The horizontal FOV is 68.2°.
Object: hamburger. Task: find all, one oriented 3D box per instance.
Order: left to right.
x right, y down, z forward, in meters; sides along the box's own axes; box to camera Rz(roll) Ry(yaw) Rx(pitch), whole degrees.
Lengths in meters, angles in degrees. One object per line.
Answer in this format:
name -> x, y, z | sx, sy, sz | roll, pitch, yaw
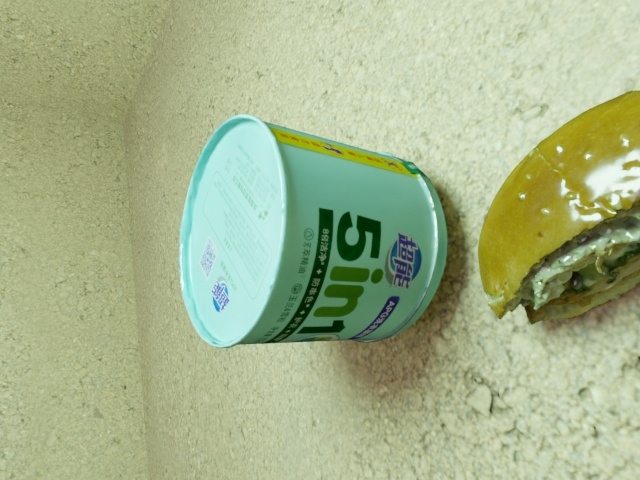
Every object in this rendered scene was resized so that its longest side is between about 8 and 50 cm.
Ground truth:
hamburger -> 0.258, -0.034, 0.458 | 0.283, 0.144, 0.156 | -48, 48, 41

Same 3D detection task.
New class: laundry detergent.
laundry detergent -> 0.000, 0.000, 0.665 | 0.287, 0.305, 0.287 | -12, 75, 53
